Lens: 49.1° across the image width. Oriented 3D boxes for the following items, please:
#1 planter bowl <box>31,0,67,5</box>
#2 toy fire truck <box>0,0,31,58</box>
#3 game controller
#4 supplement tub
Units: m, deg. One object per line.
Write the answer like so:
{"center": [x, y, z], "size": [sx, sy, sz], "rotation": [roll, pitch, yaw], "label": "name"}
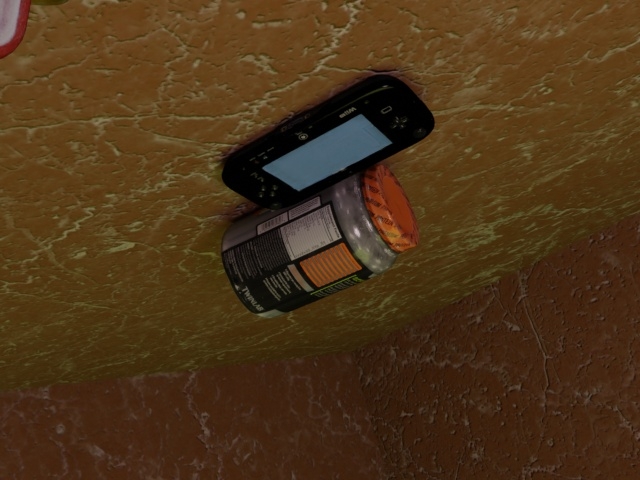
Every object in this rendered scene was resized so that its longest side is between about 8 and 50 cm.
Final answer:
{"center": [-0.271, -0.236, 0.463], "size": [0.217, 0.090, 0.217], "rotation": [12, -176, -1], "label": "planter bowl"}
{"center": [-0.244, -0.223, 0.261], "size": [0.169, 0.254, 0.302], "rotation": [10, -179, 41], "label": "toy fire truck"}
{"center": [0.008, -0.138, 1.050], "size": [0.319, 0.067, 0.166], "rotation": [-26, 159, 24], "label": "game controller"}
{"center": [0.000, 0.000, 1.233], "size": [0.316, 0.194, 0.193], "rotation": [-24, 159, 22], "label": "supplement tub"}
